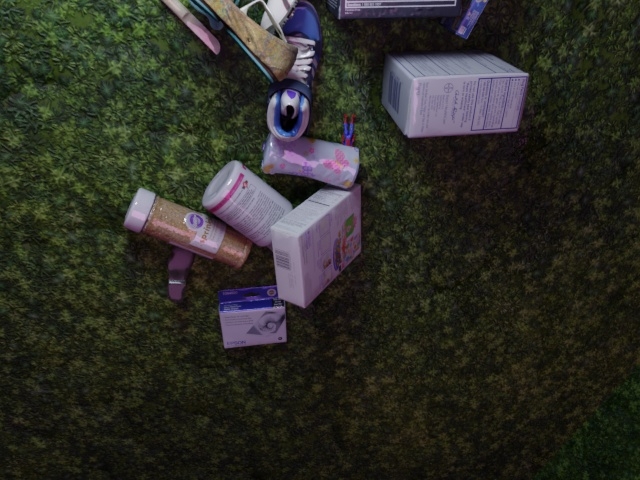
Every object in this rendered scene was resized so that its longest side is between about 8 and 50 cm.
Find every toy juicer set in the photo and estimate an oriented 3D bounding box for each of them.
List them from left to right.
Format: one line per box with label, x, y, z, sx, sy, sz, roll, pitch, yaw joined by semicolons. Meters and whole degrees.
toy juicer set;-0.277;-0.589;1.169;0.209;0.090;0.329;25;134;-15

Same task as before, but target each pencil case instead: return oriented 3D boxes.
pencil case;-0.027;-0.223;1.449;0.273;0.113;0.124;9;103;-11

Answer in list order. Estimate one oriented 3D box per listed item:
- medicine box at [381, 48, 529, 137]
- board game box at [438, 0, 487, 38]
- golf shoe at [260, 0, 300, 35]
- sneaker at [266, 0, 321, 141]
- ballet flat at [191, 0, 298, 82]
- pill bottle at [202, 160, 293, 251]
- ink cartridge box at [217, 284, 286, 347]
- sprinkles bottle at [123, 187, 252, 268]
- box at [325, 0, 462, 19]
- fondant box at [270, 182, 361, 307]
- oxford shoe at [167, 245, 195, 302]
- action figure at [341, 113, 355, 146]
medicine box;0.329;-0.383;1.335;0.289;0.263;0.149;-4;122;-7
board game box;0.374;-0.609;1.280;0.035;0.136;0.201;19;117;-19
golf shoe;-0.084;-0.598;1.173;0.120;0.105;0.273;22;112;-22
sneaker;-0.059;-0.402;1.274;0.130;0.236;0.323;8;120;-14
ballet flat;-0.185;-0.495;1.121;0.123;0.123;0.348;-42;116;16
pill bottle;-0.181;-0.083;1.495;0.283;0.160;0.160;38;109;-27
ink cartridge box;-0.227;0.261;1.766;0.223;0.045;0.224;-5;122;-6
sprinkles bottle;-0.379;-0.030;1.518;0.355;0.121;0.121;23;115;-22
box;0.170;-0.672;1.179;0.296;0.183;0.294;-5;123;-9
fondant box;0.000;0.000;1.491;0.096;0.330;0.238;17;127;29
oxford shoe;-0.434;0.080;1.612;0.076;0.076;0.212;13;102;-15
action figure;0.079;-0.299;1.486;0.038;0.030;0.115;-5;124;-11
